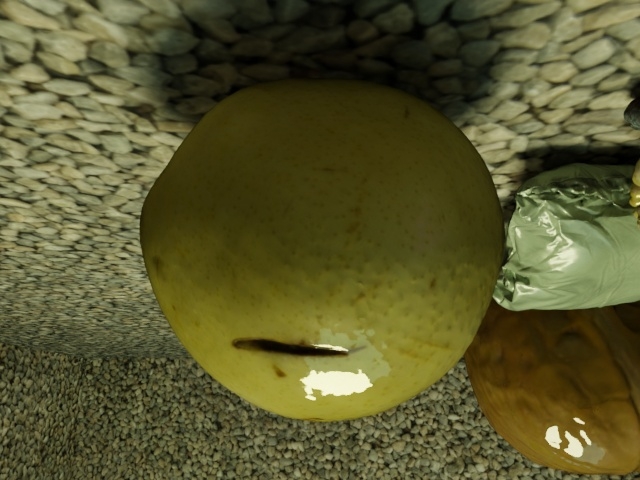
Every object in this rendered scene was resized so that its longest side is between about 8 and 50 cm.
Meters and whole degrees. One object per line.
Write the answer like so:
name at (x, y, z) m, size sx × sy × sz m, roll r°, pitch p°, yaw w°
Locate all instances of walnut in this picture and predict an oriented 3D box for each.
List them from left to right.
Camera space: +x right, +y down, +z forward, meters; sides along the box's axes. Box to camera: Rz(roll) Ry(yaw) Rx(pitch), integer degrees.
walnut at (0.434, 0.197, 0.893) m, size 0.354 × 0.398 × 0.308 m, roll -10°, pitch 139°, yaw -13°

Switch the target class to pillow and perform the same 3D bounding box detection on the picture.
pillow at (0.372, -0.004, 0.679) m, size 0.310 × 0.138 × 0.283 m, roll -3°, pitch 150°, yaw -2°

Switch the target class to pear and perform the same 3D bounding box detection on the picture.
pear at (0.000, 0.000, 0.470) m, size 0.309 × 0.309 × 0.309 m, roll 1°, pitch 161°, yaw 0°

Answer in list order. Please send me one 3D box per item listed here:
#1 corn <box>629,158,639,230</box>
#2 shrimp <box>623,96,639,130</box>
corn at (0.466, -0.062, 0.492) m, size 0.305 × 0.123 × 0.122 m, roll -13°, pitch 144°, yaw 7°
shrimp at (0.360, -0.113, 0.451) m, size 0.165 × 0.057 × 0.065 m, roll 4°, pitch -159°, yaw 16°
